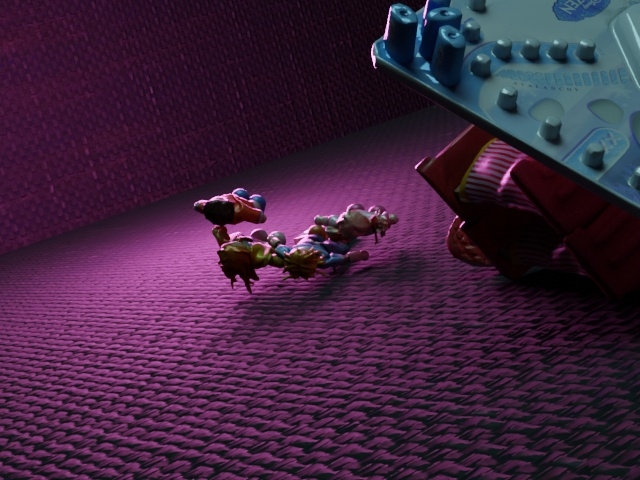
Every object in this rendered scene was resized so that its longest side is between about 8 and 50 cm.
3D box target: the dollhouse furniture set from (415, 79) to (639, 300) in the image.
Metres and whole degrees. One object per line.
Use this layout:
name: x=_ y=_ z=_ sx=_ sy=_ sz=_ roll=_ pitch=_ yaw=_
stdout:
dollhouse furniture set: x=0.293 y=-0.127 z=1.023 sx=0.374 sy=0.152 sz=0.201 roll=-43 pitch=16 yaw=-13

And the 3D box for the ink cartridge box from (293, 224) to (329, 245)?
ink cartridge box: x=0.000 y=0.000 z=1.541 sx=0.062 sy=0.029 sz=0.115 roll=-12 pitch=10 yaw=21

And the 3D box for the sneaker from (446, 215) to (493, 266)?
sneaker: x=0.234 y=-0.023 z=1.182 sx=0.225 sy=0.088 sz=0.093 roll=-18 pitch=-11 yaw=-17

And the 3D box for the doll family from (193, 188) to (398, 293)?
doll family: x=-0.036 y=0.008 z=1.387 sx=0.262 sy=0.118 sz=0.163 roll=5 pitch=8 yaw=13

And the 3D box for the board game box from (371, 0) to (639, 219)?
board game box: x=0.306 y=-0.162 z=0.898 sx=0.390 sy=0.050 sz=0.390 roll=33 pitch=52 yaw=22
